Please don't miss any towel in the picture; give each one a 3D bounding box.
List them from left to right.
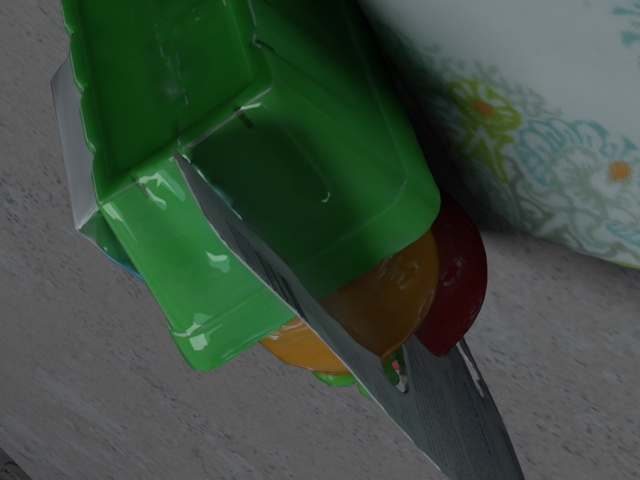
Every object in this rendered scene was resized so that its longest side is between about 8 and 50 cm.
[{"bbox_3d":[0.165,-0.083,0.852,0.374,0.090,0.320,19,153,38],"label":"towel"}]

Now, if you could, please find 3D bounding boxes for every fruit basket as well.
[{"bbox_3d":[0.000,0.000,1.043,0.353,0.165,0.327,53,-167,-42],"label":"fruit basket"}]
